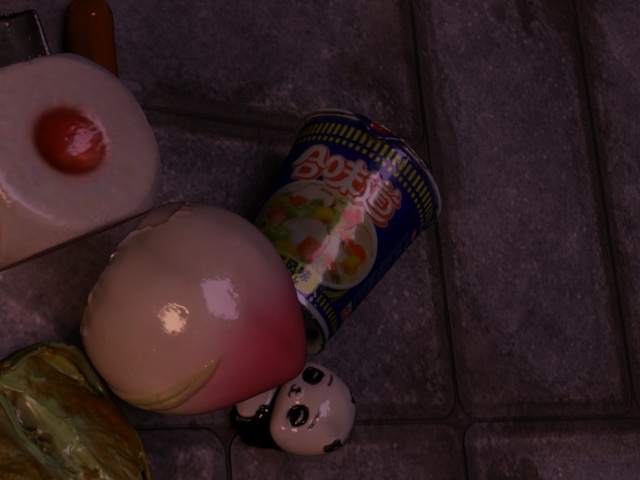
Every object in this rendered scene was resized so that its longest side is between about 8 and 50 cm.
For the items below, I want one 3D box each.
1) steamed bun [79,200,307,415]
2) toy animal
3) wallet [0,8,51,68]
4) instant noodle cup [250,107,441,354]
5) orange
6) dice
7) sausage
[{"bbox_3d":[-0.151,0.111,1.702,0.309,0.309,0.309,13,68,-36],"label":"steamed bun"},{"bbox_3d":[-0.032,0.247,1.901,0.138,0.179,0.166,45,59,-38],"label":"toy animal"},{"bbox_3d":[-0.489,-0.253,1.774,0.232,0.031,0.122,-20,93,-39],"label":"wallet"},{"bbox_3d":[0.000,0.000,1.957,0.284,0.284,0.312,45,61,-20],"label":"instant noodle cup"},{"bbox_3d":[-0.367,0.271,1.589,0.262,0.196,0.334,61,33,-3],"label":"orange"},{"bbox_3d":[-0.390,-0.097,1.661,0.259,0.251,0.243,-28,97,-41],"label":"dice"},{"bbox_3d":[-0.343,-0.278,1.873,0.076,0.076,0.197,5,72,-38],"label":"sausage"}]
